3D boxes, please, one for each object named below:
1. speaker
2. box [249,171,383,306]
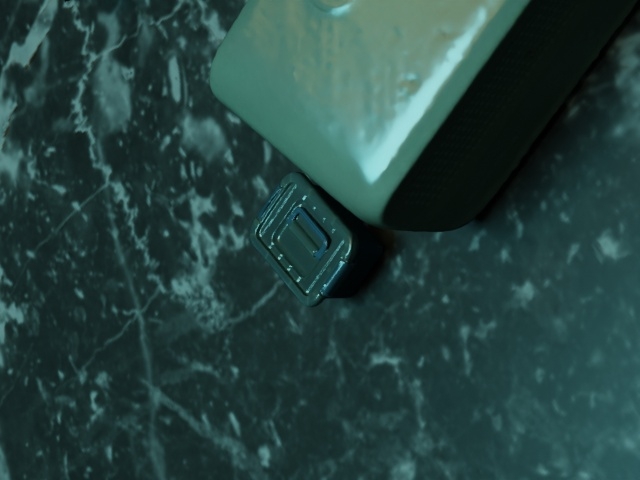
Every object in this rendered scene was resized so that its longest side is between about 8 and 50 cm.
[{"bbox_3d":[0.114,-0.205,1.365,0.184,0.183,0.406,46,114,27],"label":"speaker"},{"bbox_3d":[0.000,0.000,1.516,0.099,0.054,0.074,50,118,31],"label":"box"}]
